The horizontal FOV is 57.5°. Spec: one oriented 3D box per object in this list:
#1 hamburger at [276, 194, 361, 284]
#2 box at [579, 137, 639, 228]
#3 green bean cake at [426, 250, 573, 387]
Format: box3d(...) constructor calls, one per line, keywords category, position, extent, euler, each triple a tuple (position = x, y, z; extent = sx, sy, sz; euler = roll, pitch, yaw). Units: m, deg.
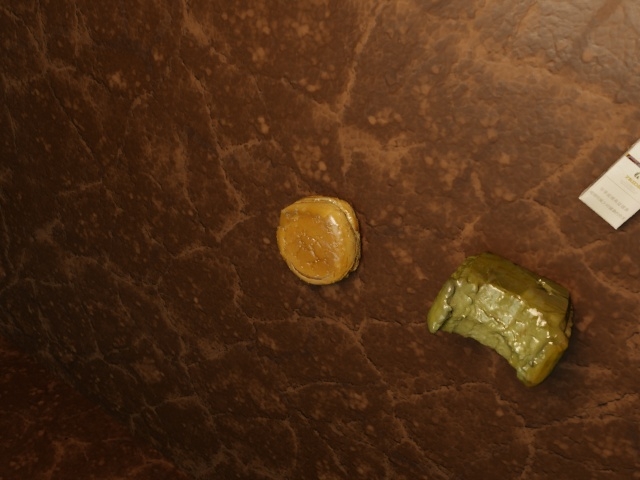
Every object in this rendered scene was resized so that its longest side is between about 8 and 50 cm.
box3d(category="hamburger", position=(0.002, 0.001, 1.332), extent=(0.214, 0.108, 0.213), euler=(13, 115, 29))
box3d(category="box", position=(0.522, -0.100, 0.976), extent=(0.084, 0.040, 0.154), euler=(44, 129, 10))
box3d(category="green bean cake", position=(0.343, 0.134, 1.095), extent=(0.236, 0.233, 0.124), euler=(28, 120, 18))
